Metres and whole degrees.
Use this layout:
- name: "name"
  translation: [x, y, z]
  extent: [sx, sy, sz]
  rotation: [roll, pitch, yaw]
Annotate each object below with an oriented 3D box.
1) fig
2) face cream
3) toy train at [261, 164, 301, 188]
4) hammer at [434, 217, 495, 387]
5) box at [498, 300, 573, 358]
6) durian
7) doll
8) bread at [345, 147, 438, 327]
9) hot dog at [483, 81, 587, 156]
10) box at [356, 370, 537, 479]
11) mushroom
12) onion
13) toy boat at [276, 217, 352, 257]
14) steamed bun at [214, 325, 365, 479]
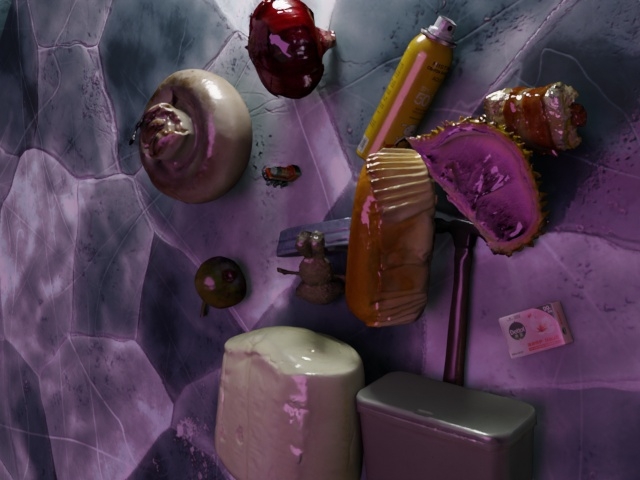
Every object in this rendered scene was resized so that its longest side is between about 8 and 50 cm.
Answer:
- name: "fig"
  translation: [-0.297, 0.143, 2.122]
  extent: [0.245, 0.149, 0.149]
  rotation: [-46, 62, 53]
- name: "face cream"
  translation: [0.198, -0.325, 1.668]
  extent: [0.105, 0.105, 0.348]
  rotation: [41, 116, 31]
- name: "toy train"
  translation: [-0.103, -0.168, 1.931]
  extent: [0.064, 0.103, 0.044]
  rotation: [-33, 70, 31]
- name: "hammer"
  translation: [0.299, 0.173, 1.646]
  extent: [0.168, 0.044, 0.439]
  rotation: [10, 99, 41]
- name: "box"
  translation: [0.434, 0.181, 1.529]
  extent: [0.125, 0.043, 0.089]
  rotation: [-26, 75, 38]
- name: "durian"
  translation: [0.344, -0.128, 1.501]
  extent: [0.191, 0.112, 0.341]
  rotation: [-35, 104, 27]
- name: "doll"
  translation: [-0.018, 0.066, 1.770]
  extent: [0.203, 0.286, 0.091]
  rotation: [-19, 57, 26]
- name: "bread"
  translation: [0.146, -0.002, 1.610]
  extent: [0.183, 0.236, 0.388]
  rotation: [1, 108, 3]
- name: "hot dog"
  translation: [0.424, -0.241, 1.489]
  extent: [0.213, 0.103, 0.146]
  rotation: [15, 123, 49]
- name: "box"
  translation: [0.262, 0.485, 1.576]
  extent: [0.352, 0.177, 0.343]
  rotation: [7, 109, 39]
- name: "mushroom"
  translation: [-0.358, -0.277, 2.016]
  extent: [0.362, 0.295, 0.362]
  rotation: [0, 90, 39]
- name: "onion"
  translation: [-0.066, -0.471, 1.830]
  extent: [0.252, 0.219, 0.252]
  rotation: [162, 90, -84]
- name: "toy boat"
  translation: [0.000, 0.000, 1.834]
  extent: [0.283, 0.127, 0.078]
  rotation: [-8, 84, 40]
- name: "steamed bun"
  translation: [-0.054, 0.387, 1.786]
  extent: [0.456, 0.290, 0.371]
  rotation: [14, 100, 58]
